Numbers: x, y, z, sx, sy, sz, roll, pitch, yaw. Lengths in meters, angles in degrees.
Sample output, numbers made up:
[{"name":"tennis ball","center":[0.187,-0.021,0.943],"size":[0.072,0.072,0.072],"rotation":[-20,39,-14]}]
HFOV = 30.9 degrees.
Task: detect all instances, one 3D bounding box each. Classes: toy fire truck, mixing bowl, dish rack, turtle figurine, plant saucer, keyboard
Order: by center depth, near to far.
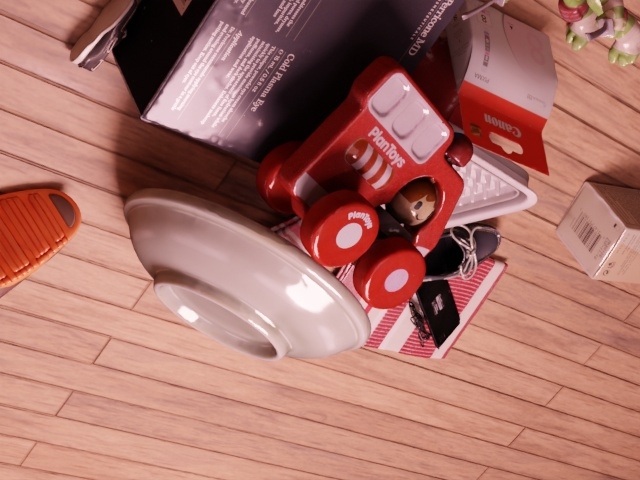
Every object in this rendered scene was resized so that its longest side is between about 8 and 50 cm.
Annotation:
[{"name":"toy fire truck","center":[0.084,-0.073,1.536],"size":[0.254,0.169,0.302],"rotation":[-45,135,5]},{"name":"plant saucer","center":[-0.124,0.078,1.654],"size":[0.400,0.400,0.100],"rotation":[49,63,-44]},{"name":"turtle figurine","center":[0.348,-0.328,1.666],"size":[0.198,0.275,0.266],"rotation":[-8,153,33]},{"name":"dish rack","center":[0.139,-0.114,1.760],"size":[0.285,0.072,0.333],"rotation":[-15,149,43]},{"name":"mixing bowl","center":[0.213,-0.210,1.770],"size":[0.181,0.098,0.181],"rotation":[-13,131,-15]},{"name":"keyboard","center":[0.189,0.113,2.041],"size":[0.100,0.038,0.192],"rotation":[-46,137,-22]}]

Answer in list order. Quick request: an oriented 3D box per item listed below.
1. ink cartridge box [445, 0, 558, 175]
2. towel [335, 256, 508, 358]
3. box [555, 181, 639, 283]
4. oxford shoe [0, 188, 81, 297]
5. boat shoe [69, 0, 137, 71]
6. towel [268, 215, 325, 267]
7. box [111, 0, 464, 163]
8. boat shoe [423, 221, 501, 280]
[{"name":"ink cartridge box","center":[0.276,-0.229,1.696],"size":[0.189,0.232,0.066],"rotation":[17,141,-36]},{"name":"towel","center":[0.154,0.095,2.044],"size":[0.329,0.037,0.237],"rotation":[15,118,-37]},{"name":"box","center":[0.602,-0.004,2.102],"size":[0.311,0.148,0.121],"rotation":[7,125,-29]},{"name":"oxford shoe","center":[-0.504,0.046,1.649],"size":[0.363,0.130,0.133],"rotation":[-30,167,-10]},{"name":"boat shoe","center":[-0.277,-0.271,1.515],"size":[0.125,0.046,0.038],"rotation":[-45,132,18]},{"name":"towel","center":[0.000,0.000,1.852],"size":[0.197,0.029,0.144],"rotation":[-25,143,13]},{"name":"box","center":[-0.045,-0.285,1.523],"size":[0.312,0.179,0.343],"rotation":[20,117,-37]},{"name":"boat shoe","center":[0.217,0.020,1.943],"size":[0.254,0.079,0.095],"rotation":[-9,96,-35]}]
